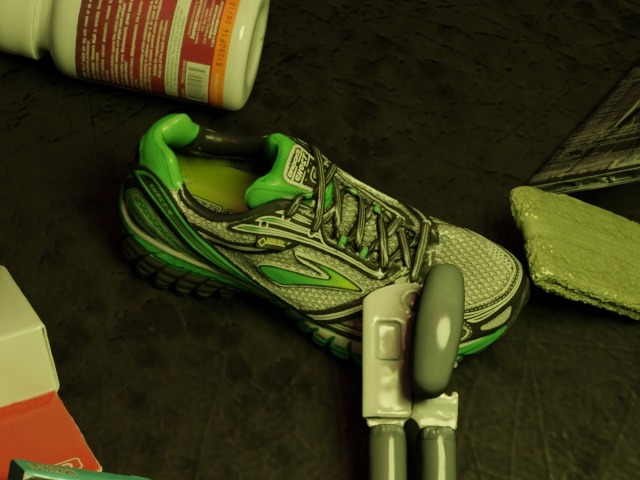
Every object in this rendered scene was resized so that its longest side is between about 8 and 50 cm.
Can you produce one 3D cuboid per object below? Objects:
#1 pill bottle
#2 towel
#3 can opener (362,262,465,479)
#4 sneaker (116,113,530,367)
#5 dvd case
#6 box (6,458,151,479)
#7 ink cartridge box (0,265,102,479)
[{"bbox_3d":[-0.163,-0.192,1.544,0.221,0.121,0.121,12,55,3],"label":"pill bottle"},{"bbox_3d":[0.224,0.013,1.462,0.148,0.027,0.110,16,43,-29],"label":"towel"},{"bbox_3d":[0.067,0.157,1.311,0.074,0.093,0.280,2,73,-2],"label":"can opener"},{"bbox_3d":[0.000,0.000,1.410,0.343,0.146,0.134,15,55,3],"label":"sneaker"},{"bbox_3d":[0.290,-0.115,1.525,0.221,0.164,0.018,-46,110,-29],"label":"dvd case"},{"bbox_3d":[-0.175,0.274,1.165,0.100,0.060,0.244,11,88,-18],"label":"box"},{"bbox_3d":[-0.332,0.128,1.264,0.296,0.066,0.261,-18,26,-17],"label":"ink cartridge box"}]
